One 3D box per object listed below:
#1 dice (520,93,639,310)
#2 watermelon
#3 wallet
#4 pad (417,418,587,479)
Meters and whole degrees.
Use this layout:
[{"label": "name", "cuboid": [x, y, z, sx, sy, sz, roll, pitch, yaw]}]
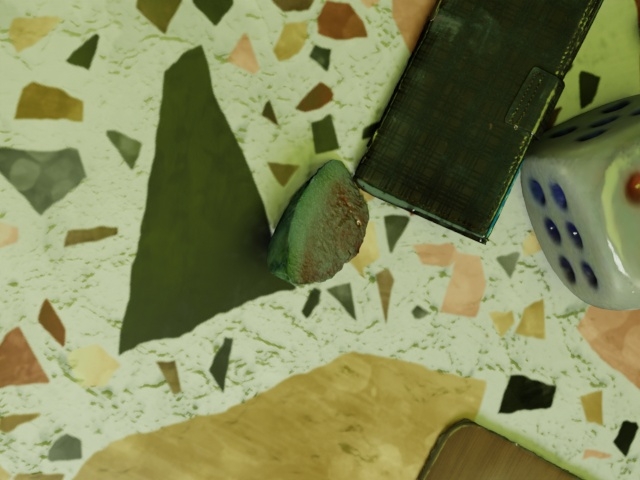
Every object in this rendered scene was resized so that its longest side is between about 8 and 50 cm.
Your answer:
[{"label": "dice", "cuboid": [0.343, -0.045, 1.711, 0.192, 0.194, 0.193, -27, 104, -14]}, {"label": "watermelon", "cuboid": [-0.008, -0.005, 1.664, 0.094, 0.081, 0.180, 45, 45, 3]}, {"label": "wallet", "cuboid": [0.172, -0.169, 1.696, 0.169, 0.044, 0.317, 24, 86, 11]}, {"label": "pad", "cuboid": [0.201, 0.381, 1.805, 0.284, 0.018, 0.286, 29, 87, -18]}]
